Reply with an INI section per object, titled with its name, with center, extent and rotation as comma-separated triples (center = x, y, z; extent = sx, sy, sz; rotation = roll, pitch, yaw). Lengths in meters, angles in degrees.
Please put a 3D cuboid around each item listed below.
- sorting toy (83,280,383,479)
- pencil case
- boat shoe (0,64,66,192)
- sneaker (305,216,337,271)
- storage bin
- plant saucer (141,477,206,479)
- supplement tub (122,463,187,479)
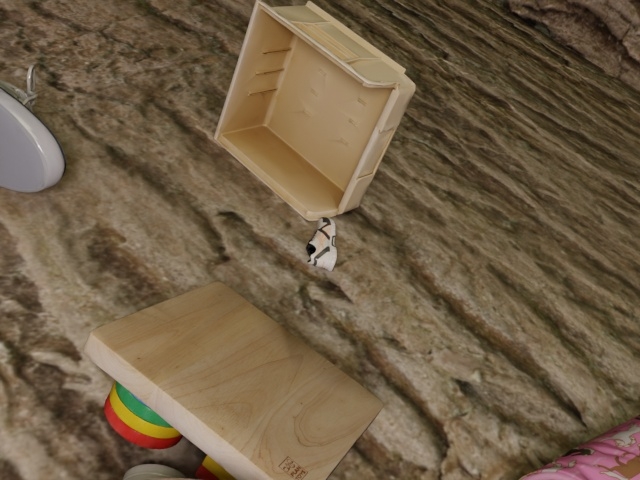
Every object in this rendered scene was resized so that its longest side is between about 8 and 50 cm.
[sorting toy]
center = -0.091, 0.173, 0.787
extent = 0.255, 0.089, 0.257
rotation = 35, 19, 13
[pencil case]
center = 0.407, 0.303, 0.890
extent = 0.386, 0.167, 0.160
rotation = -9, 80, -34
[boat shoe]
center = -0.471, -0.193, 1.060
extent = 0.367, 0.135, 0.156
rotation = 27, 33, 21
[sneaker]
center = 0.000, 0.000, 1.132
extent = 0.044, 0.040, 0.109
rotation = 11, 39, -13
[storage bin]
center = -0.015, -0.209, 1.195
extent = 0.260, 0.262, 0.123
rotation = 42, 39, 23
[plant saucer]
center = -0.091, 0.303, 0.472
extent = 0.311, 0.050, 0.310
rotation = 15, 36, -11
[supplement tub]
center = -0.164, 0.275, 0.692
extent = 0.071, 0.071, 0.107
rotation = 16, 38, -10
